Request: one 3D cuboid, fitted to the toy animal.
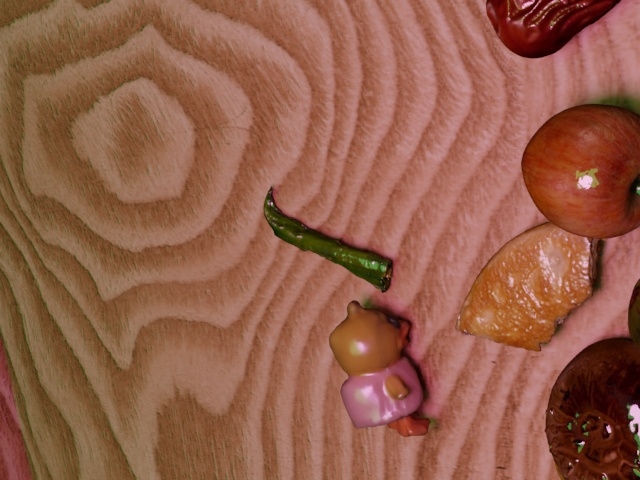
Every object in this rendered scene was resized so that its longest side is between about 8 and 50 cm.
[{"bbox_3d":[0.110,0.253,1.710,0.195,0.169,0.281,178,80,-75],"label":"toy animal"}]

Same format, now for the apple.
[{"bbox_3d":[0.427,-0.108,1.324,0.188,0.211,0.211,43,128,50],"label":"apple"}]

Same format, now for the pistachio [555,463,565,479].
[{"bbox_3d":[0.482,0.441,1.532,0.089,0.049,0.173,-25,87,64],"label":"pistachio"}]

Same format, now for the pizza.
[{"bbox_3d":[0.375,0.082,1.505,0.182,0.074,0.365,52,127,18],"label":"pizza"}]

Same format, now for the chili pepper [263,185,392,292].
[{"bbox_3d":[0.000,0.000,1.792,0.359,0.076,0.085,31,145,29],"label":"chili pepper"}]

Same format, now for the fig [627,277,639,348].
[{"bbox_3d":[0.605,0.138,1.313,0.259,0.151,0.151,21,116,14],"label":"fig"}]

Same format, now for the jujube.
[{"bbox_3d":[0.374,-0.386,1.337,0.230,0.155,0.155,-27,85,30],"label":"jujube"}]

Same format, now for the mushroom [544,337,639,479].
[{"bbox_3d":[0.499,0.308,1.401,0.278,0.163,0.297,-23,72,35],"label":"mushroom"}]
